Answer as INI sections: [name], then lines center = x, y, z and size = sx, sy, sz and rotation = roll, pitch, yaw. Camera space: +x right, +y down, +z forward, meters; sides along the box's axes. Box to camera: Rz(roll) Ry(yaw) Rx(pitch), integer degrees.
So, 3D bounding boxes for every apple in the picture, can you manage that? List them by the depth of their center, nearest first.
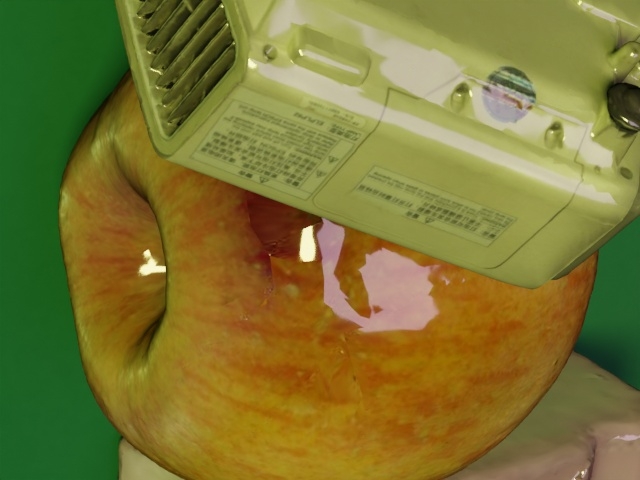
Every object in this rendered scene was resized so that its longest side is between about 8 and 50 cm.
[apple]
center = 0.000, 0.000, 0.654
size = 0.188, 0.211, 0.211
rotation = -1, 114, -34

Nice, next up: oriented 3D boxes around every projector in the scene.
[projector]
center = 0.021, -0.131, 0.562
size = 0.194, 0.269, 0.088
rotation = 19, 141, -20

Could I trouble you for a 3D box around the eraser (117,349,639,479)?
[eraser]
center = 0.026, 0.250, 0.870
size = 0.272, 0.122, 0.359
rotation = -10, 118, -33
